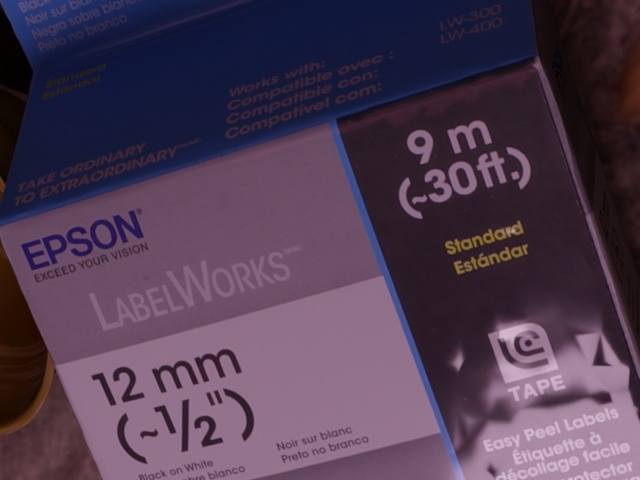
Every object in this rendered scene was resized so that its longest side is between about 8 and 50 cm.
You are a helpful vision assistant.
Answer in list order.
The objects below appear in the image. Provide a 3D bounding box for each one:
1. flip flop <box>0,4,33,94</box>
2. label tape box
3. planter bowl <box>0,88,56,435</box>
[{"bbox_3d":[-0.078,-0.092,0.829,0.277,0.080,0.112,25,111,26],"label":"flip flop"},{"bbox_3d":[0.000,0.000,0.715,0.249,0.115,0.347,-16,107,16],"label":"label tape box"},{"bbox_3d":[-0.183,-0.013,0.837,0.217,0.090,0.217,23,128,32],"label":"planter bowl"}]
